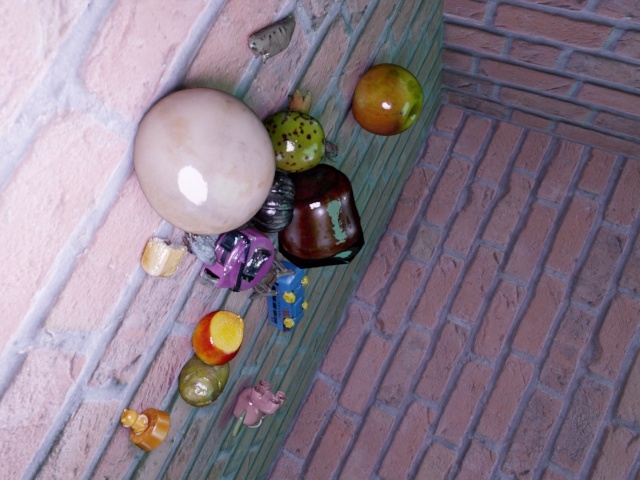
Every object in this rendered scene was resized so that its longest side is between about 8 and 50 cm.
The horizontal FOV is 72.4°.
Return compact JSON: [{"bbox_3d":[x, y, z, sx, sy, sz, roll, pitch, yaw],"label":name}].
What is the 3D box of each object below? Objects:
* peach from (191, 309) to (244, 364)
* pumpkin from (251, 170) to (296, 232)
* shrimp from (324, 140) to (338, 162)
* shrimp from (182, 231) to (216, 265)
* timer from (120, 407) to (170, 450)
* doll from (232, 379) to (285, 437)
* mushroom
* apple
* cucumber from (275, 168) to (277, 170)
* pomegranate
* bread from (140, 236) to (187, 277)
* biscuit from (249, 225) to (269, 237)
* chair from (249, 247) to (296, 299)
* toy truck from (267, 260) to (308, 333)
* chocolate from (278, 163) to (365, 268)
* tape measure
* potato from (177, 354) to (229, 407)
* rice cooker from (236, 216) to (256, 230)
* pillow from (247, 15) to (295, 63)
[{"bbox_3d":[-0.368,0.351,1.597,0.192,0.190,0.190,-47,160,1],"label":"peach"},{"bbox_3d":[-0.172,-0.135,1.532,0.220,0.161,0.221,179,-90,-73],"label":"pumpkin"},{"bbox_3d":[0.048,-0.406,2.006,0.190,0.074,0.073,44,38,-80],"label":"shrimp"},{"bbox_3d":[-0.375,0.004,1.357,0.090,0.079,0.233,-24,145,-5],"label":"shrimp"},{"bbox_3d":[-0.593,0.598,1.433,0.132,0.132,0.152,-57,134,-24],"label":"timer"},{"bbox_3d":[-0.335,0.870,2.244,0.269,0.216,0.284,-64,164,12],"label":"doll"},{"bbox_3d":[-0.296,-0.195,1.107,0.362,0.294,0.363,-7,100,-43],"label":"mushroom"},{"bbox_3d":[0.321,-0.660,2.080,0.340,0.339,0.340,-53,156,-35],"label":"apple"},{"bbox_3d":[-0.136,-0.342,1.610,0.250,0.056,0.056,-61,160,-8],"label":"cucumber"},{"bbox_3d":[-0.108,-0.367,1.493,0.231,0.230,0.286,47,24,-69],"label":"pomegranate"},{"bbox_3d":[-0.442,0.046,1.218,0.106,0.082,0.125,-56,171,0],"label":"bread"},{"bbox_3d":[-0.262,0.000,1.701,0.226,0.036,0.166,-63,157,-3],"label":"biscuit"},{"bbox_3d":[-0.244,0.143,1.810,0.270,0.147,0.136,-16,-149,55],"label":"chair"},{"bbox_3d":[-0.161,0.273,2.090,0.161,0.162,0.385,-49,153,-40],"label":"toy truck"},{"bbox_3d":[-0.007,-0.128,1.744,0.384,0.383,0.331,-53,155,-34],"label":"chocolate"},{"bbox_3d":[-0.278,0.073,1.540,0.231,0.149,0.245,19,98,-58],"label":"tape measure"},{"bbox_3d":[-0.437,0.510,1.652,0.298,0.176,0.141,-85,-160,-76],"label":"potato"},{"bbox_3d":[-0.276,-0.109,1.384,0.203,0.142,0.118,77,28,-65],"label":"rice cooker"},{"bbox_3d":[-0.140,-0.596,1.312,0.241,0.051,0.093,-53,157,-40],"label":"pillow"}]
